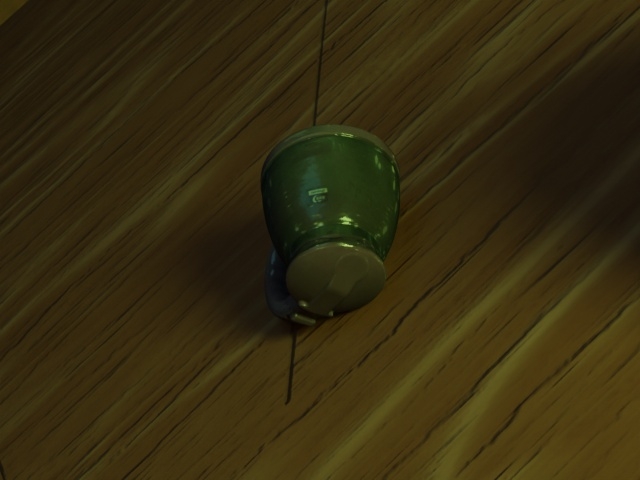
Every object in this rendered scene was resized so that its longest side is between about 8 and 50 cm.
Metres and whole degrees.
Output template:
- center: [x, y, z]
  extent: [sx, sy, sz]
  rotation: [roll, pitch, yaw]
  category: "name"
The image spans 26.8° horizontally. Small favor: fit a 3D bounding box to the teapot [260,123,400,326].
- center: [-0.004, -0.007, 1.081]
  extent: [0.148, 0.116, 0.146]
  rotation: [-24, 42, 21]
  category: "teapot"
